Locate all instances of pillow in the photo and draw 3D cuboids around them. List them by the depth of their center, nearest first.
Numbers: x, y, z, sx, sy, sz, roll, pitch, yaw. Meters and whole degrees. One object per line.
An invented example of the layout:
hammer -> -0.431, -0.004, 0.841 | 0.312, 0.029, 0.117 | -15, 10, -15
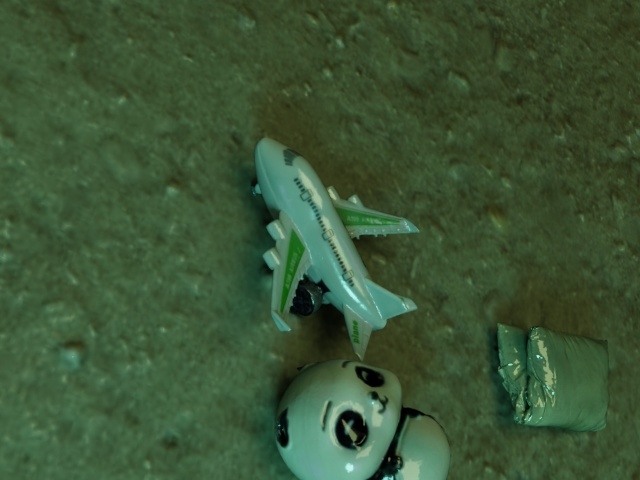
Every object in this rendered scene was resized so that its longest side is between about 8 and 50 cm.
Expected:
pillow -> 0.314, 0.181, 1.087 | 0.181, 0.077, 0.134 | 13, 68, -36

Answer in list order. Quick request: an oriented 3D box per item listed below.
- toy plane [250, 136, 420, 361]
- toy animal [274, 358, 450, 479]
toy plane -> -0.003, 0.002, 0.902 | 0.255, 0.101, 0.251 | 54, 45, 1
toy animal -> 0.036, 0.208, 0.827 | 0.179, 0.138, 0.166 | 52, 34, -15
